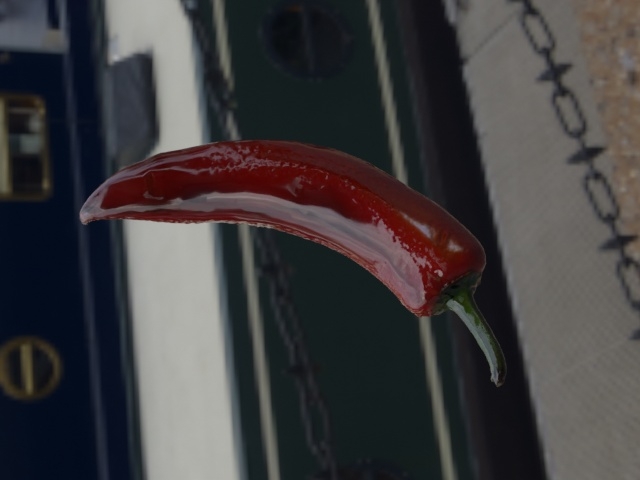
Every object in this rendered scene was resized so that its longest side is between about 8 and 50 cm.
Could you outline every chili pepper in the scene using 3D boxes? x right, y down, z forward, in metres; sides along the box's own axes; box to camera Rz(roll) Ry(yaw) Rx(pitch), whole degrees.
[{"bbox_3d":[-0.002,-0.008,1.168,0.092,0.368,0.137,68,-136,-74],"label":"chili pepper"}]
